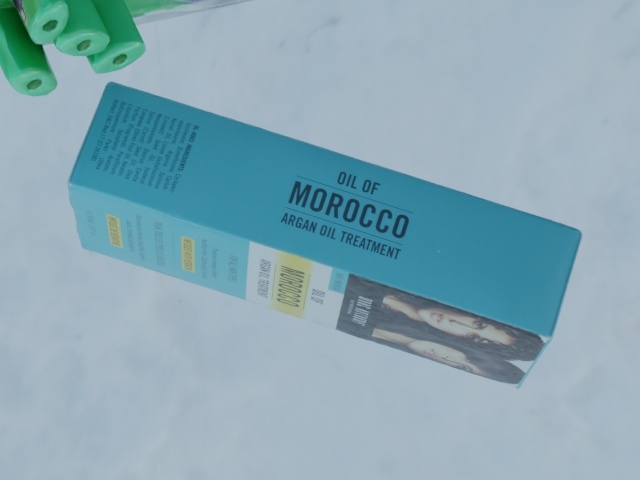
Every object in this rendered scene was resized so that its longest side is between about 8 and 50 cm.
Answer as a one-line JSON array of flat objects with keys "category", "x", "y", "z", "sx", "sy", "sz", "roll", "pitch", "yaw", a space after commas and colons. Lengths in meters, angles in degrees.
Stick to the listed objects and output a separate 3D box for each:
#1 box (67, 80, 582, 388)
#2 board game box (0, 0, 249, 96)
[{"category": "box", "x": 0.000, "y": 0.000, "z": 0.891, "sx": 0.244, "sy": 0.100, "sz": 0.060, "roll": 18, "pitch": 71, "yaw": 3}, {"category": "board game box", "x": 0.051, "y": -0.229, "z": 0.749, "sx": 0.389, "sy": 0.390, "sz": 0.050, "roll": -16, "pitch": 61, "yaw": -24}]
